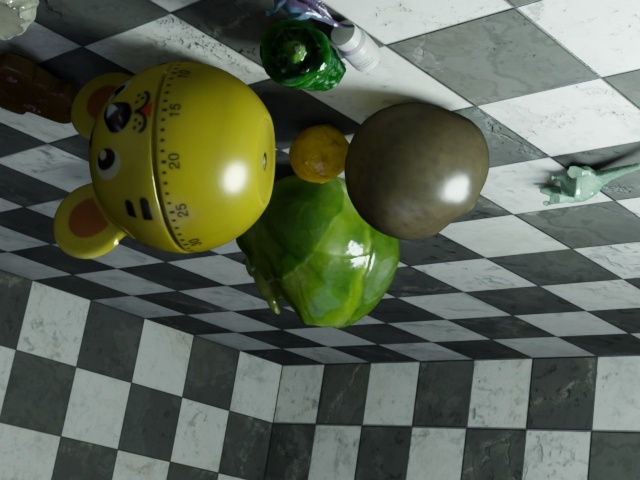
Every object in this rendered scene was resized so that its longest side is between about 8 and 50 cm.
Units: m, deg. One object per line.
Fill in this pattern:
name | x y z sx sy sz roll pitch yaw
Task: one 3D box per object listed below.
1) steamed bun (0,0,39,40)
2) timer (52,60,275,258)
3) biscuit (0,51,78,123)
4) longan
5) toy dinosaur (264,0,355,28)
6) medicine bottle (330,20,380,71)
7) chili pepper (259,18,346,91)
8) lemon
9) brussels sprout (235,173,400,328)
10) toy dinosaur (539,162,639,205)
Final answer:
steamed bun | -0.520 -0.389 1.683 0.183 0.106 0.183 5 162 2
timer | -0.282 -0.145 1.925 0.387 0.376 0.376 0 162 10
biscuit | -0.616 -0.305 2.105 0.301 0.043 0.278 8 165 7
longan | 0.170 -0.123 1.946 0.258 0.258 0.258 8 163 3
toy dinosaur | -0.040 -0.355 1.643 0.197 0.045 0.080 21 165 -24
medicine bottle | 0.056 -0.309 1.731 0.052 0.052 0.089 -1 160 30
chili pepper | -0.033 -0.281 1.680 0.136 0.099 0.270 27 -173 0
lemon | -0.003 -0.167 2.120 0.114 0.114 0.155 15 167 -18
brussels sprout | 0.000 0.000 2.371 0.276 0.315 0.371 -9 -143 -44
toy dinosaur | 0.509 -0.114 2.065 0.129 0.076 0.383 -19 -179 -24
